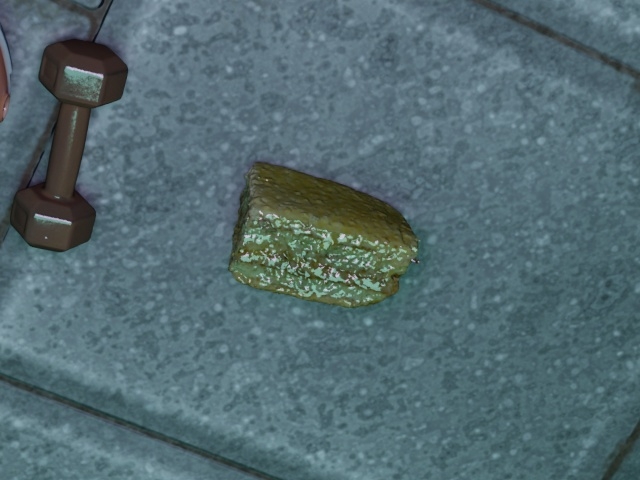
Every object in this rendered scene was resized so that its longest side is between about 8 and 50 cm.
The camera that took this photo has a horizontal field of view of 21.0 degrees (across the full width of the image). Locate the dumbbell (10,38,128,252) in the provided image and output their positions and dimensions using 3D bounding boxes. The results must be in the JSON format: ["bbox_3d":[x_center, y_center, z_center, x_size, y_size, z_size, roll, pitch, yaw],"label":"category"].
[{"bbox_3d":[-0.272,-0.100,1.854,0.082,0.092,0.231,-1,118,-35],"label":"dumbbell"}]

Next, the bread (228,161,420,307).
[{"bbox_3d":[0.000,0.000,1.895,0.196,0.138,0.102,13,117,-11],"label":"bread"}]

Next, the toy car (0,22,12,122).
[{"bbox_3d":[-0.449,-0.148,1.731,0.270,0.212,0.181,-10,124,-1],"label":"toy car"}]
